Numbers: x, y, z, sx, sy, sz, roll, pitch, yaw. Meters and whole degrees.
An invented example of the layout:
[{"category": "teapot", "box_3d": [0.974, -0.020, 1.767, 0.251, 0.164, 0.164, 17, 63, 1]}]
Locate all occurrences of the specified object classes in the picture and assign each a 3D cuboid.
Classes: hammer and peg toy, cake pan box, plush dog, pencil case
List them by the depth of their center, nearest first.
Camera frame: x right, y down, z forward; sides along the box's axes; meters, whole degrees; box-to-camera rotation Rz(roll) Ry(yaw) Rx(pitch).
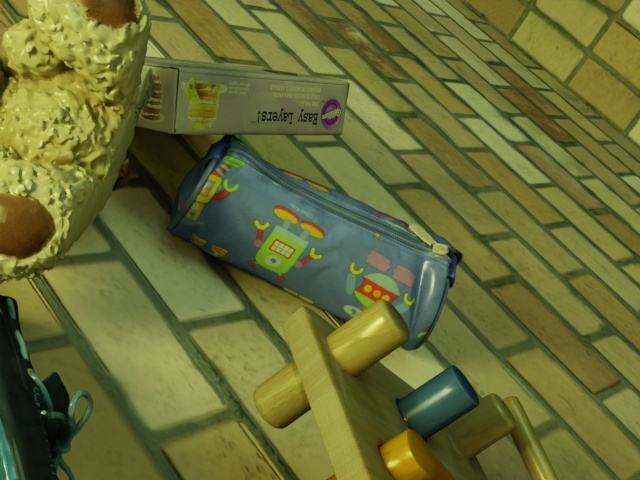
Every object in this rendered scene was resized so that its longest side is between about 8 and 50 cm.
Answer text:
[{"category": "hammer and peg toy", "box_3d": [0.110, 0.214, 0.693, 0.361, 0.127, 0.266, 40, 18, -43]}, {"category": "plush dog", "box_3d": [-0.274, -0.105, 0.746, 0.225, 0.262, 0.210, 18, -9, -3]}, {"category": "pencil case", "box_3d": [0.000, 0.000, 0.933, 0.306, 0.133, 0.119, 26, 37, -10]}, {"category": "cake pan box", "box_3d": [-0.147, -0.163, 0.985, 0.267, 0.070, 0.246, 16, 13, 38]}]

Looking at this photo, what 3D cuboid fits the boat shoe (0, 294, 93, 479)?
[{"category": "boat shoe", "box_3d": [-0.200, 0.109, 0.598, 0.089, 0.109, 0.258, 8, 39, -42]}]
